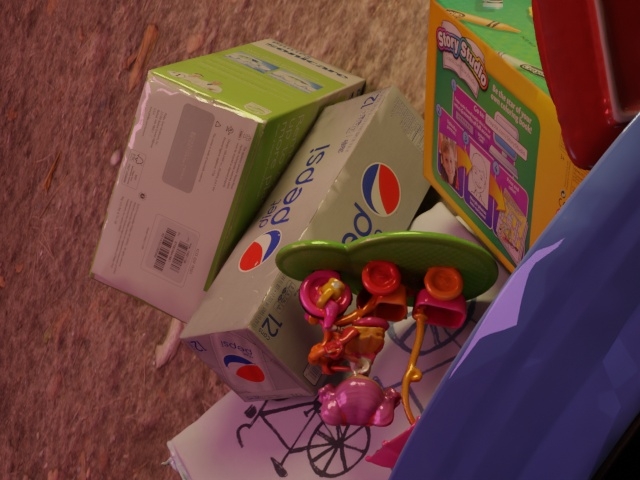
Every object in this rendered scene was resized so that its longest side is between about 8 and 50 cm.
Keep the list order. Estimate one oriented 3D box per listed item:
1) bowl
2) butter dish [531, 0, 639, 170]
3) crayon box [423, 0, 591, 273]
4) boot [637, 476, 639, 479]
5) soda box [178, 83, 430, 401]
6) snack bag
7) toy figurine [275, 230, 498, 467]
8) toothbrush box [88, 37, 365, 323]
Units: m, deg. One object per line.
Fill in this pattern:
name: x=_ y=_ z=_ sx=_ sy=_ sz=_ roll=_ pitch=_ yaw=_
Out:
bowl: x=0.181 y=0.041 z=0.700 sx=0.077 sy=0.391 sz=0.391 roll=38 pitch=121 yaw=21
butter dish: x=0.190 y=-0.137 z=0.832 sx=0.118 sy=0.160 sz=0.160 roll=-156 pitch=51 yaw=-70
crayon box: x=0.168 y=-0.063 z=0.983 sx=0.278 sy=0.081 sz=0.165 roll=-125 pitch=29 yaw=-52
boot: x=0.264 y=0.159 z=0.627 sx=0.207 sy=0.246 sz=0.094 roll=50 pitch=167 yaw=26
soda box: x=0.000 y=0.000 z=1.161 sx=0.098 sy=0.091 sz=0.286 roll=-13 pitch=38 yaw=47
snack bag: x=0.049 y=0.158 z=1.072 sx=0.342 sy=0.037 sz=0.323 roll=-42 pitch=38 yaw=3
toy figurine: x=0.046 y=0.089 z=1.005 sx=0.130 sy=0.173 sz=0.159 roll=103 pitch=172 yaw=-63
toothbrush box: x=-0.081 y=-0.065 z=1.283 sx=0.206 sy=0.122 sz=0.283 roll=-70 pitch=-12 yaw=19
